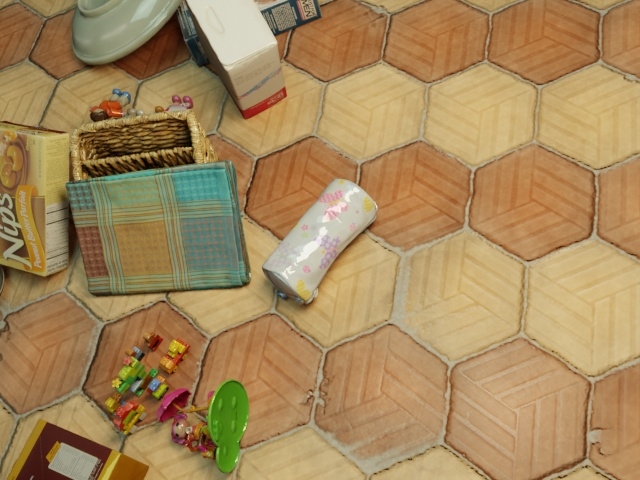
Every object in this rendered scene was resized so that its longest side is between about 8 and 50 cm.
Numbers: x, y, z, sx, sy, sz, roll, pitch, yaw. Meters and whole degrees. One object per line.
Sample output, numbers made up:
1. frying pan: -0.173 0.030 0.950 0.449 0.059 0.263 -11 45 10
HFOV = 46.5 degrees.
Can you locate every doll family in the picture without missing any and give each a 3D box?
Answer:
1. doll family: -0.428 -0.270 1.784 0.263 0.118 0.163 6 37 12

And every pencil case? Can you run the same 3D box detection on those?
1. pencil case: 0.000 0.000 1.538 0.124 0.113 0.273 33 74 17

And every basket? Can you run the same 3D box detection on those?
1. basket: -0.384 -0.128 1.637 0.299 0.223 0.213 -5 61 10

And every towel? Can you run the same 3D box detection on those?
1. towel: -0.343 -0.017 1.578 0.371 0.040 0.271 -5 105 10

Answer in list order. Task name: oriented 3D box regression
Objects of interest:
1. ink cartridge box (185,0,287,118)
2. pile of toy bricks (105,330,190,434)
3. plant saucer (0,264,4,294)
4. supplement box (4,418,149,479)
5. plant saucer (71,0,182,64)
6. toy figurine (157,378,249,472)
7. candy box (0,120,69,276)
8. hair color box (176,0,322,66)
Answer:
1. ink cartridge box: -0.188 -0.439 1.679 0.131 0.306 0.226 -29 81 -5
2. pile of toy bricks: -0.367 0.266 1.486 0.118 0.105 0.212 26 71 25
3. plant saucer: -0.801 0.114 1.718 0.169 0.029 0.168 -6 62 11
4. supplement box: -0.466 0.466 1.388 0.194 0.129 0.191 15 67 21
5. plant saucer: -0.525 -0.647 1.958 0.401 0.100 0.400 -17 53 23
6. toy figurine: -0.238 0.349 1.428 0.159 0.130 0.173 -2 86 28
7. candy box: -0.658 -0.094 1.656 0.183 0.087 0.316 13 109 20
8. hair color box: -0.190 -0.598 1.912 0.347 0.105 0.173 -22 60 1
